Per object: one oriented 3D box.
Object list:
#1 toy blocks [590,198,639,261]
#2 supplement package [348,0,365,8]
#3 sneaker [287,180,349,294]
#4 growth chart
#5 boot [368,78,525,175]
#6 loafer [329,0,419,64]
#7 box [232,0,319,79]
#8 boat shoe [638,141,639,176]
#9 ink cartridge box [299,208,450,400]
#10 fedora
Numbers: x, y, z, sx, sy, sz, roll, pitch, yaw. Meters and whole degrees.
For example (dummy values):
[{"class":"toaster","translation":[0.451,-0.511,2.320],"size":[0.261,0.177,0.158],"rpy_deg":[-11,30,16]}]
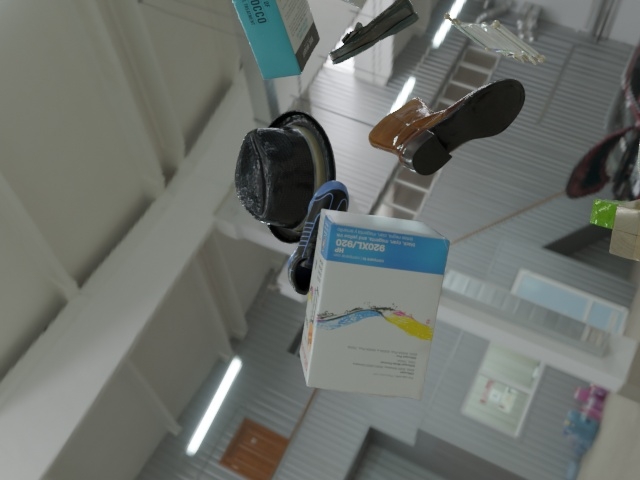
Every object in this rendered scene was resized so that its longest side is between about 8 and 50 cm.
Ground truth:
[{"class":"toy blocks","translation":[0.738,-0.006,1.361],"size":[0.260,0.381,0.191],"rpy_deg":[-12,-67,-38]},{"class":"supplement package","translation":[-0.008,-0.676,1.650],"size":[0.198,0.262,0.199],"rpy_deg":[-66,-16,12]},{"class":"sneaker","translation":[0.000,0.000,1.446],"size":[0.090,0.081,0.232],"rpy_deg":[-107,36,-62]},{"class":"growth chart","translation":[0.395,-0.457,1.682],"size":[0.021,0.172,0.237],"rpy_deg":[-58,27,6]},{"class":"boot","translation":[0.243,-0.241,1.468],"size":[0.264,0.096,0.280],"rpy_deg":[-43,21,4]},{"class":"loafer","translation":[0.134,-0.571,2.010],"size":[0.267,0.084,0.096],"rpy_deg":[-28,10,0]},{"class":"box","translation":[-0.075,-0.341,0.958],"size":[0.101,0.060,0.244],"rpy_deg":[-69,-33,-44]},{"class":"boat shoe","translation":[0.678,-0.245,1.435],"size":[0.109,0.091,0.305],"rpy_deg":[-51,-38,-43]},{"class":"ink cartridge box","translation":[0.070,0.087,1.072],"size":[0.171,0.168,0.233],"rpy_deg":[-116,34,-80]},{"class":"fedora","translation":[-0.109,-0.158,1.799],"size":[0.152,0.334,0.334],"rpy_deg":[0,-67,-43]}]
